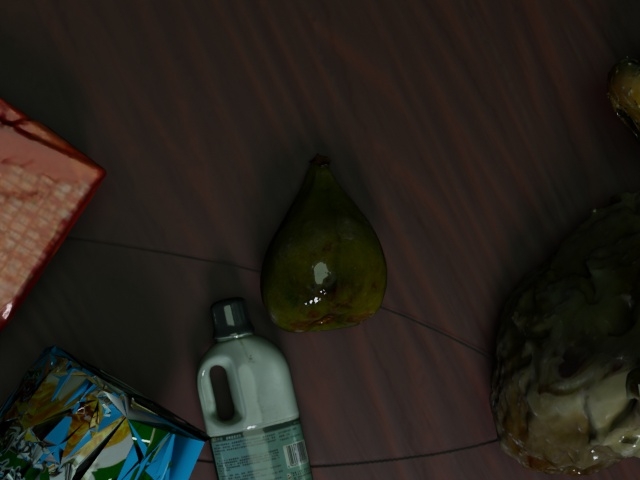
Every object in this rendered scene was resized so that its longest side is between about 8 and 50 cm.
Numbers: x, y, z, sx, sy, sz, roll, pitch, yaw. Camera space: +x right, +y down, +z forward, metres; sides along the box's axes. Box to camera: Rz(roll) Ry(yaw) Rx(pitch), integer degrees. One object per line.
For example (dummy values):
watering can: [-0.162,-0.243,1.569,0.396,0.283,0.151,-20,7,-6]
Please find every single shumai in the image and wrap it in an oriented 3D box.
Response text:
shumai: [0.308,0.095,1.558,0.217,0.283,0.346,44,92,2]

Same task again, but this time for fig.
fig: [-0.002,0.002,1.616,0.133,0.126,0.184,-7,92,7]

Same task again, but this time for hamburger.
hamburger: [0.387,-0.129,1.647,0.113,0.185,0.177,-46,53,-10]

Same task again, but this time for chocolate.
chocolate: [-0.373,-0.038,1.582,0.235,0.108,0.237,33,86,-5]

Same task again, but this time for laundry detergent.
laundry detergent: [-0.074,0.170,1.625,0.099,0.070,0.225,-13,90,0]

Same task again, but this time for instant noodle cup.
instant noodle cup: [-0.233,0.220,1.530,0.240,0.240,0.178,31,83,-4]
